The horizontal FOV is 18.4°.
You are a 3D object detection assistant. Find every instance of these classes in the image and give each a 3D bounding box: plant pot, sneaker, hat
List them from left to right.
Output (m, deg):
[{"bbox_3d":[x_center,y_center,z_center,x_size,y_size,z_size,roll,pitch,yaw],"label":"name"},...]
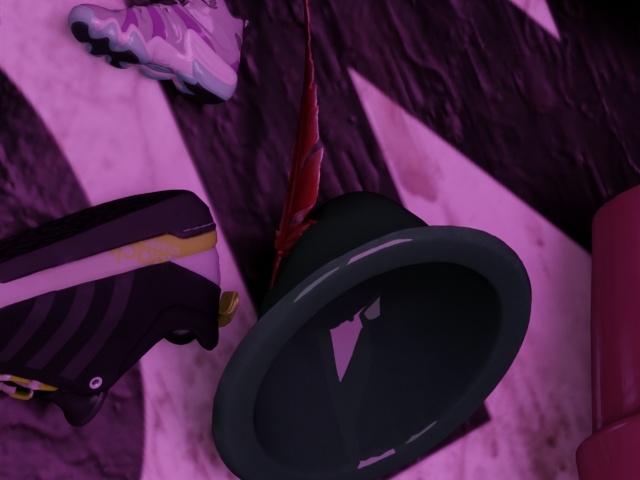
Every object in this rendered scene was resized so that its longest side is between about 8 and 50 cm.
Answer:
[{"bbox_3d":[-0.133,0.048,0.935,0.234,0.084,0.097,-20,102,-33],"label":"sneaker"},{"bbox_3d":[-0.080,-0.118,1.008,0.098,0.038,0.069,25,74,-34],"label":"sneaker"},{"bbox_3d":[0.000,0.000,1.047,0.208,0.183,0.173,-47,138,15],"label":"hat"},{"bbox_3d":[0.228,0.061,1.081,0.201,0.201,0.180,-1,71,-28],"label":"plant pot"}]
